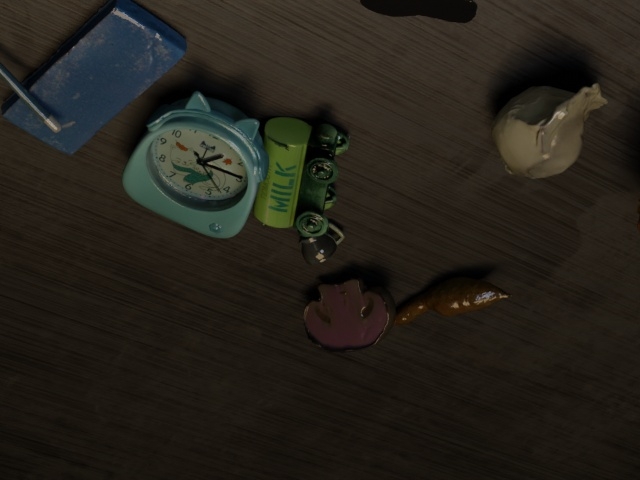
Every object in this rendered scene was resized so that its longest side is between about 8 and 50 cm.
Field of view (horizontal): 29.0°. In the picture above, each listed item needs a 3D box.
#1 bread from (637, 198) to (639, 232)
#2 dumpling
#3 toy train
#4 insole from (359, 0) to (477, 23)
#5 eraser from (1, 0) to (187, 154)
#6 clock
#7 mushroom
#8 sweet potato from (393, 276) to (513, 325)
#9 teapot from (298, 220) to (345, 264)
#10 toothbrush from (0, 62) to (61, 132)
[{"bbox_3d":[0.699,-0.115,2.091,0.336,0.204,0.358,-2,143,-6],"label":"bread"},{"bbox_3d":[0.380,-0.188,2.034,0.193,0.147,0.258,-31,170,-19],"label":"dumpling"},{"bbox_3d":[-0.044,-0.111,2.133,0.157,0.105,0.253,14,138,2],"label":"toy train"},{"bbox_3d":[0.152,-0.366,1.909,0.188,0.004,0.064,7,138,-12],"label":"insole"},{"bbox_3d":[-0.364,-0.257,1.972,0.144,0.043,0.312,32,128,-33],"label":"eraser"},{"bbox_3d":[-0.193,-0.138,2.053,0.223,0.094,0.274,26,133,-8],"label":"clock"},{"bbox_3d":[0.065,0.146,2.417,0.188,0.141,0.117,-12,173,24],"label":"mushroom"},{"bbox_3d":[0.244,0.115,2.427,0.269,0.075,0.075,-16,139,30],"label":"sweet potato"},{"bbox_3d":[0.000,0.000,2.288,0.088,0.066,0.057,-32,118,-1],"label":"teapot"},{"bbox_3d":[-0.501,-0.268,1.925,0.025,0.019,0.276,-23,123,29],"label":"toothbrush"}]
